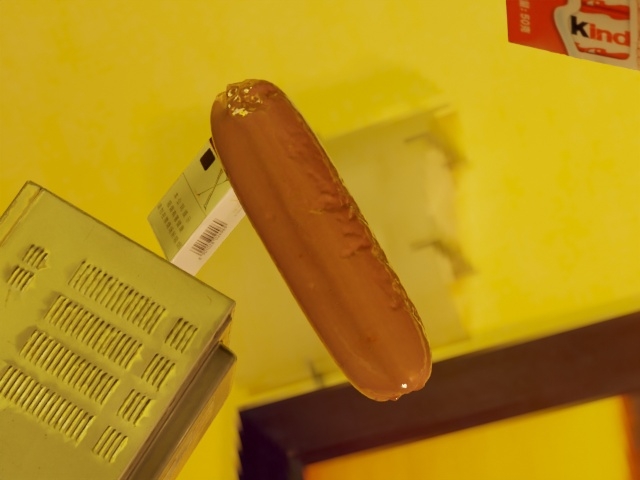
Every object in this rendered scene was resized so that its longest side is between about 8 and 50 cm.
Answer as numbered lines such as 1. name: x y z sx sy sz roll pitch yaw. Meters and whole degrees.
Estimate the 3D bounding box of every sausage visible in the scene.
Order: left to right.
1. sausage: -0.001 -0.001 1.438 0.289 0.086 0.086 59 -154 3

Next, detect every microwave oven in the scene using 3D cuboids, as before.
1. microwave oven: -0.179 0.120 1.138 0.194 0.145 0.240 31 -112 3

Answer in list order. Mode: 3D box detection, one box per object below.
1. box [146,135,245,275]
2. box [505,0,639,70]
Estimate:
1. box: -0.099 -0.049 1.712 0.040 0.154 0.084 28 -160 -34
2. box: 0.263 -0.238 1.344 0.048 0.265 0.273 -56 -30 -37
